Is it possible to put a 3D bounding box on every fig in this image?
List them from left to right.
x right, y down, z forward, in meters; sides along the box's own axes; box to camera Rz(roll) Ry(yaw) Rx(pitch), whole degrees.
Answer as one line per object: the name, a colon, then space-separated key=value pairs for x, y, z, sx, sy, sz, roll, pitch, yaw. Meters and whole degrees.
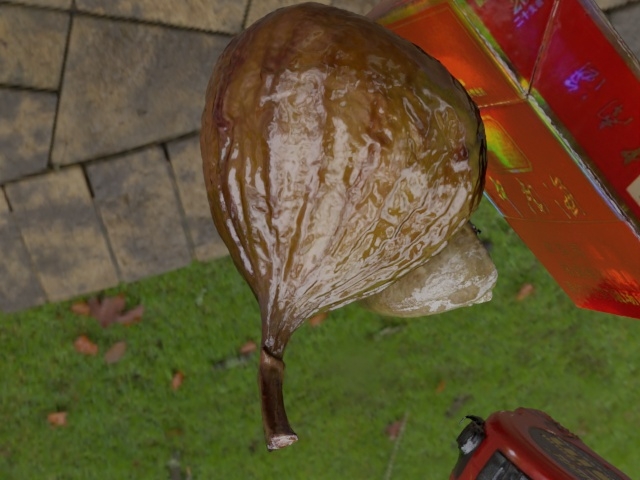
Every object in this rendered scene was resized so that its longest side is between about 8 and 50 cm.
fig: x=0.000 y=0.000 z=0.522 sx=0.146 sy=0.134 sz=0.201 roll=21 pitch=75 yaw=-36

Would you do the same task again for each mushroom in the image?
mushroom: x=0.104 y=0.032 z=1.360 sx=0.151 sy=0.286 sz=0.156 roll=-33 pitch=103 yaw=-6

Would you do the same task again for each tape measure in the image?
tape measure: x=0.250 y=0.280 z=1.190 sx=0.260 sy=0.253 sz=0.114 roll=17 pitch=106 yaw=-57

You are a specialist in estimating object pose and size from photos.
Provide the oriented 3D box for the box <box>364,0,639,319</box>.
box: x=0.177 y=-0.077 z=0.843 sx=0.089 sy=0.197 sz=0.313 roll=-43 pitch=103 yaw=-9
